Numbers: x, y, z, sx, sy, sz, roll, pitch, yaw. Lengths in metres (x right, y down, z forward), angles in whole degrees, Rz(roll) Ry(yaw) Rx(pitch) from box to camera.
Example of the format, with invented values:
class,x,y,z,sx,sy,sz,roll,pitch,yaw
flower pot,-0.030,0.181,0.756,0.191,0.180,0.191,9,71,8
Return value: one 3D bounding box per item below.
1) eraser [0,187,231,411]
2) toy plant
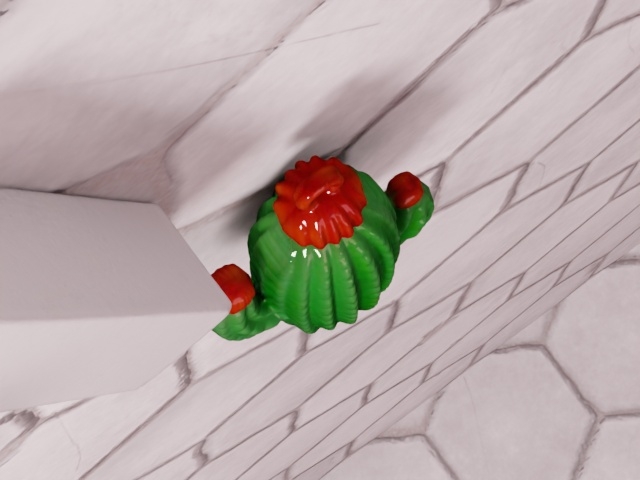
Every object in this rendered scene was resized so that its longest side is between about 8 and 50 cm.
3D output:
class,x,y,z,sx,sy,sz,roll,pitch,yaw
eraser,-0.137,0.028,0.828,0.076,0.078,0.298,-40,169,12
toy plant,-0.008,0.008,1.111,0.154,0.088,0.240,-40,168,17
